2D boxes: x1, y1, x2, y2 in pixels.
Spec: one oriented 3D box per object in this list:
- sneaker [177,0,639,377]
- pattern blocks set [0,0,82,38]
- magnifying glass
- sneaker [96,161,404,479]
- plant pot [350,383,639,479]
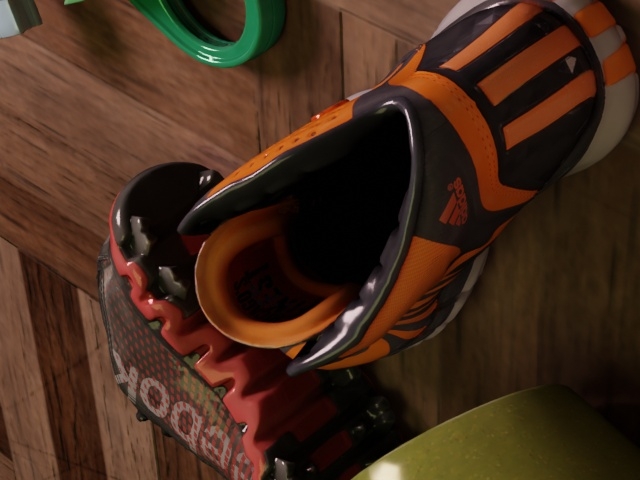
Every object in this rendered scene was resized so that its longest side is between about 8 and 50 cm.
[{"bbox_3d":[0.000,0.000,0.830,0.124,0.180,0.321,50,147,10],"label":"sneaker"},{"bbox_3d":[-0.202,-0.270,0.969,0.285,0.026,0.325,-19,99,54],"label":"pattern blocks set"},{"bbox_3d":[-0.106,-0.158,0.976,0.231,0.026,0.092,24,135,37],"label":"magnifying glass"},{"bbox_3d":[-0.043,0.091,1.042,0.276,0.097,0.135,56,147,3],"label":"sneaker"},{"bbox_3d":[0.123,0.227,0.830,0.293,0.275,0.275,62,150,18],"label":"plant pot"}]
